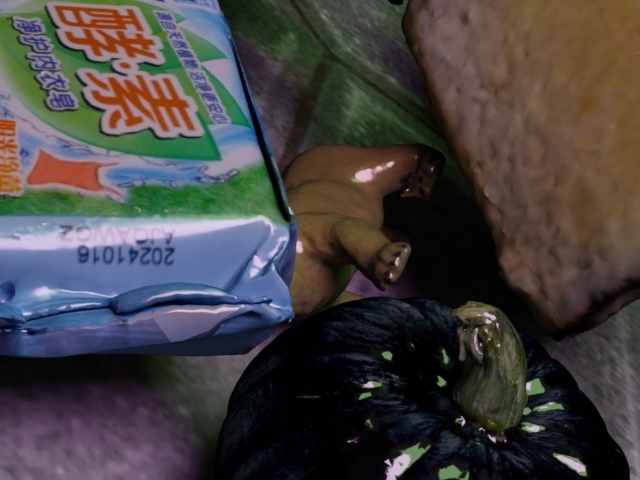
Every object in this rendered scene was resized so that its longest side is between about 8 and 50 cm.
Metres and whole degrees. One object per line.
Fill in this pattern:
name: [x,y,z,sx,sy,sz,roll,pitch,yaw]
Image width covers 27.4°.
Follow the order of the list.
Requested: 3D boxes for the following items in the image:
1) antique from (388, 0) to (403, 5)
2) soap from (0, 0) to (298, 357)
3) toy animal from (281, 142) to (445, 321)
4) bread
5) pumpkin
antique: [-0.065,-0.229,0.821,0.255,0.185,0.322,6,9,-1]
soap: [-0.109,-0.049,0.617,0.156,0.077,0.293,0,41,-18]
toy animal: [0.000,0.000,0.732,0.101,0.103,0.219,22,30,3]
bread: [0.179,-0.105,0.796,0.264,0.239,0.395,62,13,9]
pumpkin: [0.048,0.109,0.568,0.194,0.150,0.194,25,52,-37]
